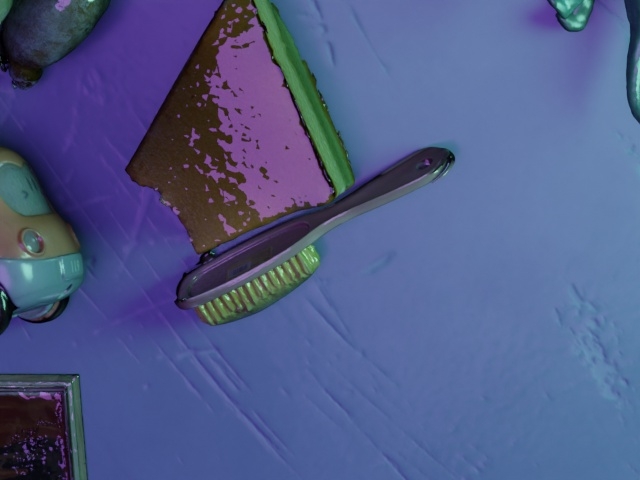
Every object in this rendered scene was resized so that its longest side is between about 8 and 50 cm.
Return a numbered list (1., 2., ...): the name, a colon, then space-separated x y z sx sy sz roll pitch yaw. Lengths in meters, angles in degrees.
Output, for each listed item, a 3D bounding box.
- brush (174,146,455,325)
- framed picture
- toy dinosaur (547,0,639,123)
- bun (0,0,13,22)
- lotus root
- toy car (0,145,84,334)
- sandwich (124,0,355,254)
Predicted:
1. brush: 0.001 0.000 1.722 0.313 0.072 0.067 -29 120 12
2. framed picture: -0.349 0.272 1.864 0.216 0.016 0.273 -2 103 10
3. toy dinosaur: 0.300 -0.351 1.571 0.331 0.129 0.383 -39 95 7
4. bun: -0.423 -0.307 1.630 0.365 0.219 0.365 -1 86 12
5. lotus root: -0.263 -0.216 1.702 0.088 0.088 0.165 44 116 -2
6. toy car: -0.377 -0.001 1.728 0.270 0.180 0.212 -12 91 13
7. sandwich: -0.095 -0.114 1.678 0.186 0.108 0.220 -21 96 15
